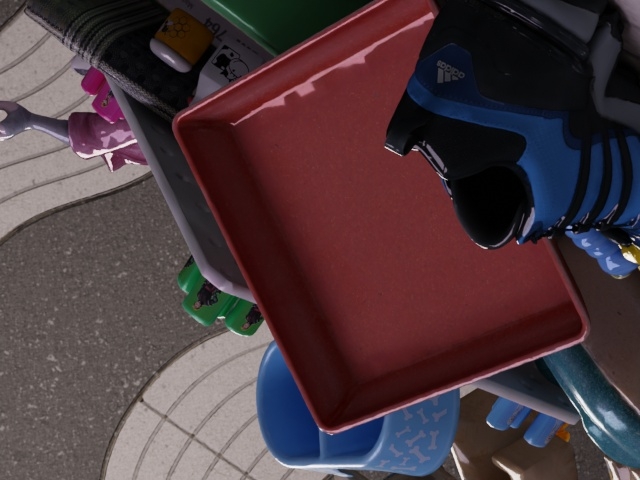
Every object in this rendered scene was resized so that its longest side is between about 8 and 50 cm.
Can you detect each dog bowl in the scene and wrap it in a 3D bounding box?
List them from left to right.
[{"bbox_3d":[0.028,0.157,2.010,0.074,0.166,0.297,0,174,-31],"label":"dog bowl"}]

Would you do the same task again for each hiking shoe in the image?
[{"bbox_3d":[0.124,-0.050,1.114,0.113,0.132,0.304,34,177,37],"label":"hiking shoe"}]

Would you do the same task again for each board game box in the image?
[{"bbox_3d":[0.000,0.000,1.711,0.390,0.050,0.390,22,-157,-33],"label":"board game box"}]

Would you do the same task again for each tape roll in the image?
[{"bbox_3d":[-0.053,-0.189,1.570,0.321,0.077,0.321,37,177,2],"label":"tape roll"}]

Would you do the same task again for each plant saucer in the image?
[{"bbox_3d":[0.045,-0.020,1.375,0.259,0.047,0.258,-25,91,42],"label":"plant saucer"}]

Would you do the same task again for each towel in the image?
[{"bbox_3d":[-0.081,-0.139,1.775,0.312,0.056,0.324,35,-159,8],"label":"towel"}]

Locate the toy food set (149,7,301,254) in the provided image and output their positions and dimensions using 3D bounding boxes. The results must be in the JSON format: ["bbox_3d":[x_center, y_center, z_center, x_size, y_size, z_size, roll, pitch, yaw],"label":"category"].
[{"bbox_3d":[-0.052,-0.076,1.544,0.232,0.104,0.111,35,177,25],"label":"toy food set"}]

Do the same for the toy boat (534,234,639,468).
[{"bbox_3d":[0.188,0.060,1.598,0.318,0.148,0.267,40,-165,-27],"label":"toy boat"}]

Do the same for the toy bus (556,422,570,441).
[{"bbox_3d":[0.270,0.181,2.432,0.149,0.211,0.220,39,175,-18],"label":"toy bus"}]

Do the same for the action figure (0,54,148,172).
[{"bbox_3d":[-0.157,-0.133,2.027,0.275,0.248,0.370,35,180,5],"label":"action figure"}]

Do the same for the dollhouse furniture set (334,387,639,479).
[{"bbox_3d":[0.167,0.167,2.174,0.256,0.362,0.394,30,145,58],"label":"dollhouse furniture set"}]

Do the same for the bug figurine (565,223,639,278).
[{"bbox_3d":[0.215,-0.006,1.368,0.216,0.072,0.279,38,177,-30],"label":"bug figurine"}]
